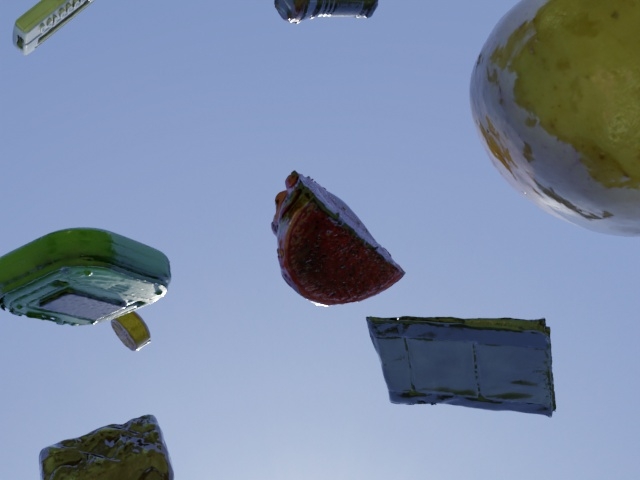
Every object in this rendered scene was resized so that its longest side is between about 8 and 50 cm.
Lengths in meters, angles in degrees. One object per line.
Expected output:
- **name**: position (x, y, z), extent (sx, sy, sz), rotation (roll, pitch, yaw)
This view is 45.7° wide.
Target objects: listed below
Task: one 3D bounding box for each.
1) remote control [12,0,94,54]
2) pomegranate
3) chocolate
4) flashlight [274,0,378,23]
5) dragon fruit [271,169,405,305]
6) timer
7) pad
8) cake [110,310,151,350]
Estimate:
- **remote control**: position (-0.424, -0.404, 1.268), extent (0.049, 0.090, 0.230), rotation (44, -116, -11)
- **pomegranate**: position (0.291, -0.130, 0.706), extent (0.308, 0.307, 0.307), rotation (2, -117, -5)
- **chocolate**: position (-0.352, 0.365, 1.220), extent (0.214, 0.093, 0.148), rotation (-15, -156, -18)
- **flashlight**: position (0.016, -0.495, 1.558), extent (0.232, 0.093, 0.093), rotation (-15, -117, -39)
- **dragon fruit**: position (0.000, 0.000, 1.203), extent (0.163, 0.262, 0.189), rotation (12, -113, 46)
- **timer**: position (-0.209, 0.036, 0.670), extent (0.128, 0.140, 0.047), rotation (-23, -114, 21)
- **pad**: position (0.186, 0.164, 0.997), extent (0.233, 0.174, 0.022), rotation (-1, -142, 22)
- **cake**: position (-0.359, 0.168, 1.444), extent (0.084, 0.084, 0.044), rotation (44, -124, 16)
